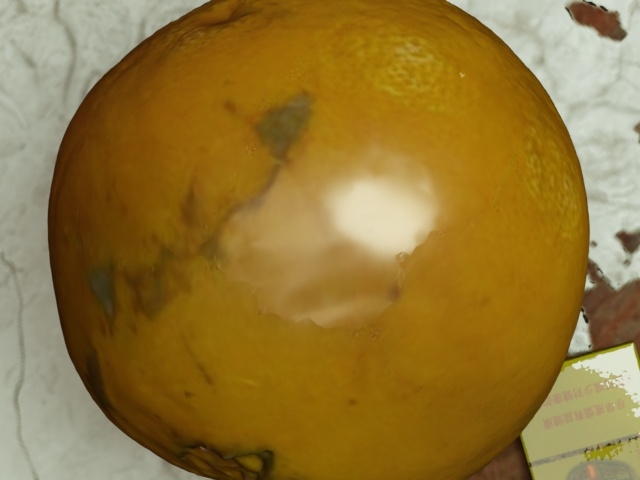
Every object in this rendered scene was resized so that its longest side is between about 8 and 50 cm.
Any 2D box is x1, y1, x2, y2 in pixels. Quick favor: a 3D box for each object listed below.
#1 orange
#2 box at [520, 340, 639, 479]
[{"bbox_3d":[0.000,0.000,0.963,0.312,0.312,0.312,0,90,7],"label":"orange"},{"bbox_3d":[0.177,0.148,1.079,0.087,0.023,0.155,-16,88,4],"label":"box"}]
